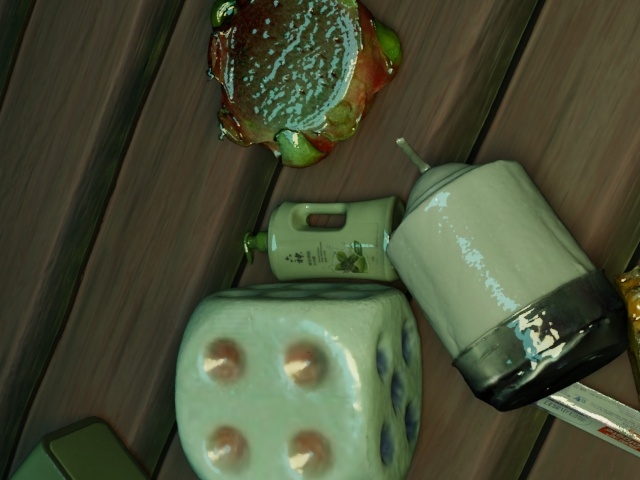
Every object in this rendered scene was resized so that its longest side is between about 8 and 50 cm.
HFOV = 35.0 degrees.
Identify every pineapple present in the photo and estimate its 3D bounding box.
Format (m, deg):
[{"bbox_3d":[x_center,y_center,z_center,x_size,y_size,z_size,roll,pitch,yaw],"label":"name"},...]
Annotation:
[{"bbox_3d":[0.442,0.136,1.219,0.140,0.164,0.249,-11,70,12],"label":"pineapple"}]

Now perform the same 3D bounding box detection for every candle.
[{"bbox_3d":[0.215,0.031,1.269,0.221,0.221,0.342,-38,71,19],"label":"candle"}]

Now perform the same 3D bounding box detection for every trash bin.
[{"bbox_3d":[-0.418,0.474,1.590,0.223,0.158,0.343,49,114,12],"label":"trash bin"}]

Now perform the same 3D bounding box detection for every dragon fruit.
[{"bbox_3d":[-0.031,-0.249,1.393,0.269,0.130,0.295,12,98,20],"label":"dragon fruit"}]

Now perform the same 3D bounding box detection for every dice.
[{"bbox_3d":[-0.021,0.194,1.352,0.268,0.265,0.262,-2,93,22],"label":"dice"}]

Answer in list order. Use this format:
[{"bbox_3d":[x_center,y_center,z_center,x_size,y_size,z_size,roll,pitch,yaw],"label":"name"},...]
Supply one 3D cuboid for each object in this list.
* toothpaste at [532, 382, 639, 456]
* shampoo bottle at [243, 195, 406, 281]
[{"bbox_3d":[0.342,0.217,1.326,0.196,0.047,0.040,25,60,17],"label":"toothpaste"},{"bbox_3d":[0.000,0.000,1.424,0.234,0.087,0.118,-1,89,21],"label":"shampoo bottle"}]
